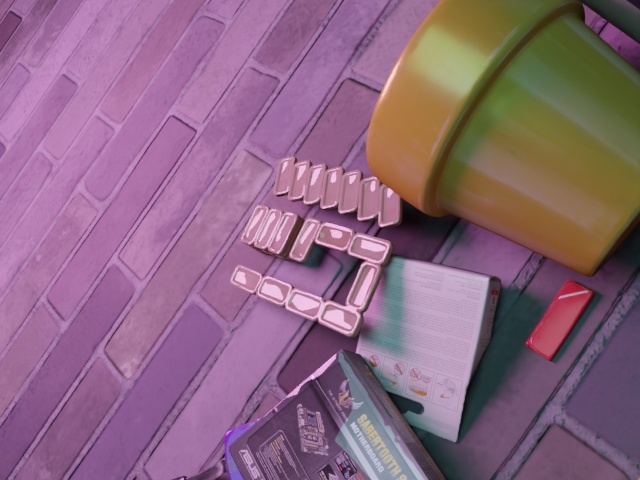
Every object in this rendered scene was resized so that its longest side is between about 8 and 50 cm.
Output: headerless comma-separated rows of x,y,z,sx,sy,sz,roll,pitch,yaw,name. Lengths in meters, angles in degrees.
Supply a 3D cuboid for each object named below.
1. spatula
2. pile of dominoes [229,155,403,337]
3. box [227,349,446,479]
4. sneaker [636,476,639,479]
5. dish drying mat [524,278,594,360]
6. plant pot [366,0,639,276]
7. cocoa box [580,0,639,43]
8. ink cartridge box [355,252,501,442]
-0.154,0.301,0.804,0.296,0.030,0.084,-28,59,19,spatula
0.000,0.000,0.813,0.251,0.040,0.196,18,80,44,pile of dominoes
0.027,0.262,0.677,0.183,0.056,0.231,-42,59,10,box
0.279,0.303,0.498,0.123,0.109,0.296,20,78,14,sneaker
0.246,0.081,0.659,0.032,0.008,0.083,34,89,37,dish drying mat
0.214,-0.100,0.625,0.239,0.254,0.254,39,93,23,plant pot
0.354,-0.296,0.515,0.347,0.228,0.232,34,89,-3,cocoa box
0.115,0.114,0.721,0.145,0.045,0.180,12,95,35,ink cartridge box
